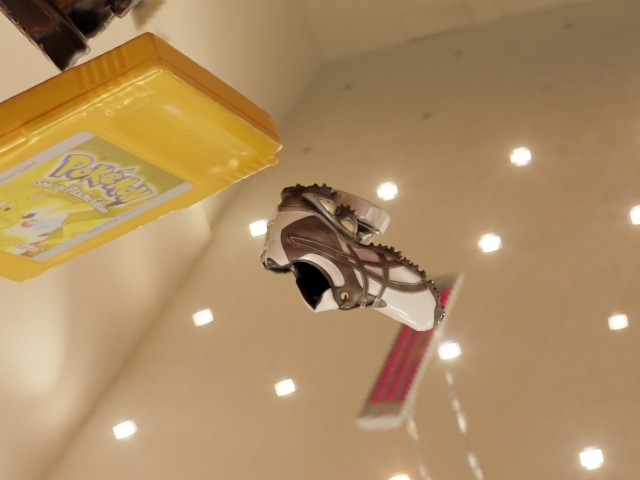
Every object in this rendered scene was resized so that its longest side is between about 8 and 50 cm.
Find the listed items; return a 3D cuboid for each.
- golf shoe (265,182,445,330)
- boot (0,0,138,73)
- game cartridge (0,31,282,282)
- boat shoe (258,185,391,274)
[{"bbox_3d":[0.025,0.037,1.272,0.077,0.198,0.094,-10,-134,55],"label":"golf shoe"},{"bbox_3d":[-0.252,-0.353,1.331,0.260,0.348,0.131,-44,-174,-3],"label":"boot"},{"bbox_3d":[-0.221,-0.062,1.324,0.324,0.052,0.285,-23,161,17],"label":"game cartridge"},{"bbox_3d":[0.000,0.000,1.382,0.070,0.078,0.219,-68,-164,-14],"label":"boat shoe"}]
